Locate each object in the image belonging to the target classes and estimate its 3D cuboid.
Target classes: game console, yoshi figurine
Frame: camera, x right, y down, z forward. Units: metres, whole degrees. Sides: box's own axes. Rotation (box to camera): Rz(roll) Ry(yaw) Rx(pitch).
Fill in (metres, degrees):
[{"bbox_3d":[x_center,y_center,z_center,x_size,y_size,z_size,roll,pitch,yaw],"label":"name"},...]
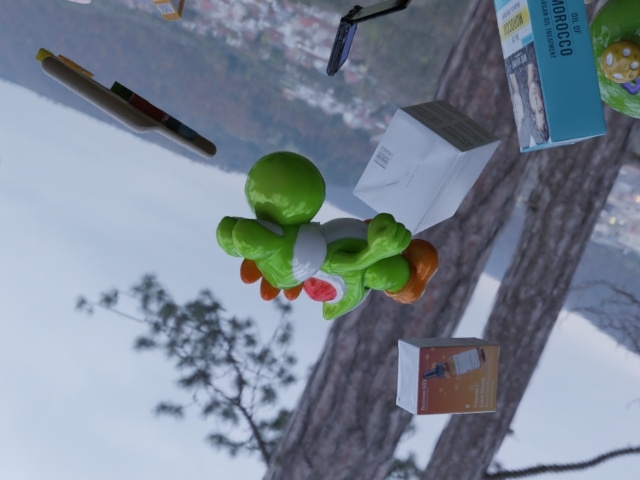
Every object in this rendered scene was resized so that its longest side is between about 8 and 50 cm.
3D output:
[{"bbox_3d":[0.061,-0.253,1.108,0.071,0.107,0.122,19,-156,4],"label":"game console"},{"bbox_3d":[0.014,-0.024,1.289,0.362,0.203,0.203,13,-129,-47],"label":"yoshi figurine"}]

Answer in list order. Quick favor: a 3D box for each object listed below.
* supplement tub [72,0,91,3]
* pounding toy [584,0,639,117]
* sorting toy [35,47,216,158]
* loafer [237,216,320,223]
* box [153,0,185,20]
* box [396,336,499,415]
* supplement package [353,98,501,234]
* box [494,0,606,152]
[{"bbox_3d":[-0.384,-0.560,1.454,0.193,0.316,0.193,20,176,1],"label":"supplement tub"},{"bbox_3d":[0.416,-0.251,1.148,0.182,0.237,0.110,-13,-157,28],"label":"pounding toy"},{"bbox_3d":[-0.316,-0.228,1.373,0.307,0.041,0.229,33,-173,18],"label":"sorting toy"},{"bbox_3d":[-0.033,0.009,1.830,0.319,0.112,0.112,20,-172,-11],"label":"loafer"},{"bbox_3d":[-0.220,-0.375,1.223,0.028,0.081,0.136,-1,152,17],"label":"box"},{"bbox_3d":[0.239,0.254,1.699,0.170,0.130,0.091,0,-176,-21],"label":"box"},{"bbox_3d":[0.203,-0.143,1.713,0.149,0.194,0.203,39,-151,18],"label":"supplement package"},{"bbox_3d":[0.225,-0.218,0.920,0.060,0.245,0.100,-10,-179,-5],"label":"box"}]
